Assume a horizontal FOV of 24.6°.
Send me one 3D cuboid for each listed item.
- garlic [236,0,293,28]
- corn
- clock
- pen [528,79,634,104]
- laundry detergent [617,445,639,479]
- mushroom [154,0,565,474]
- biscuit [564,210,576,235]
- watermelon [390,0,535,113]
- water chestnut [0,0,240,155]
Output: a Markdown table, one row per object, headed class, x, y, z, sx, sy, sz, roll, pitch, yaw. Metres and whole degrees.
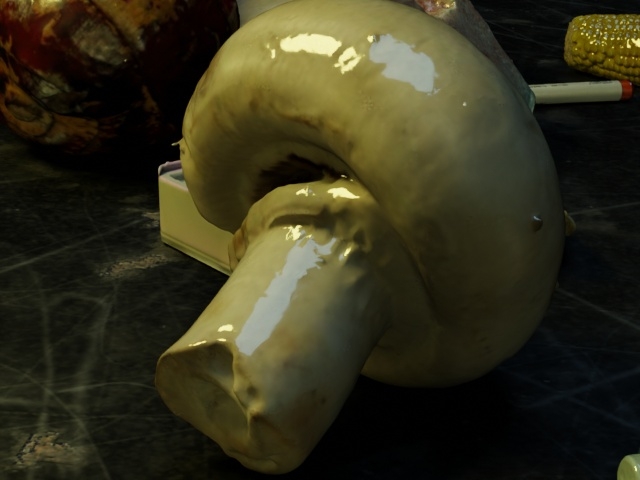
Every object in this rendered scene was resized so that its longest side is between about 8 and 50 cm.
| class | x | y | z | sx | sy | sz | roll | pitch | yaw |
| --- | --- | --- | --- | --- | --- | --- | --- | --- | --- |
| garlic | -0.028 | -0.269 | 1.644 | 0.340 | 0.231 | 0.246 | -2 | 11 | -8 |
| corn | 0.425 | -0.230 | 1.801 | 0.261 | 0.097 | 0.097 | 13 | 24 | 30 |
| clock | -0.027 | -0.033 | 1.273 | 0.192 | 0.071 | 0.147 | -17 | 29 | -40 |
| pen | 0.267 | -0.172 | 1.725 | 0.218 | 0.026 | 0.026 | -5 | 23 | -17 |
| laundry detergent | 0.271 | 0.139 | 0.897 | 0.206 | 0.061 | 0.097 | -4 | 31 | -15 |
| mushroom | 0.000 | 0.000 | 0.960 | 0.292 | 0.292 | 0.290 | 20 | 50 | 37 |
| biscuit | 0.127 | -0.059 | 1.287 | 0.220 | 0.033 | 0.220 | 30 | 1 | -1 |
| watermelon | 0.073 | -0.176 | 1.472 | 0.148 | 0.226 | 0.318 | -21 | -22 | 36 |
| water chestnut | -0.207 | -0.215 | 1.450 | 0.289 | 0.289 | 0.244 | -7 | 64 | -23 |
